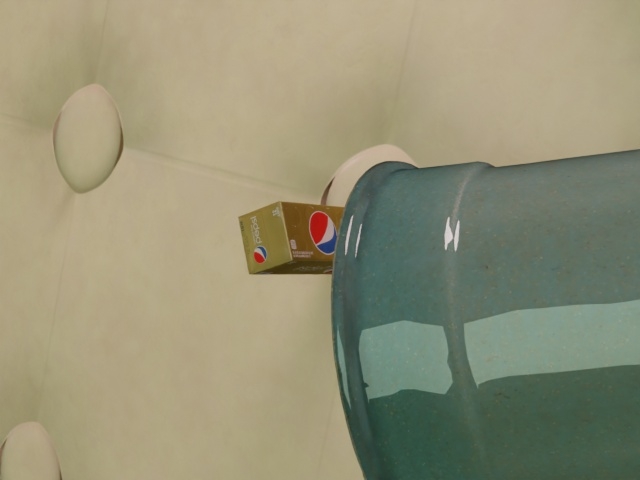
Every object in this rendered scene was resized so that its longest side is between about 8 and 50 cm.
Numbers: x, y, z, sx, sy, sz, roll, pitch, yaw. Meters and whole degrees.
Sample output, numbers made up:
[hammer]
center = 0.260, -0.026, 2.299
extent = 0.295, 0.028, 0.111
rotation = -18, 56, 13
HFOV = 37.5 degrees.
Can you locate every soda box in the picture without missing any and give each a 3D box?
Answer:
[soda box]
center = 0.000, 0.000, 0.974
extent = 0.058, 0.181, 0.061
rotation = -19, 77, 34

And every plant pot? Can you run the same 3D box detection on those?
[plant pot]
center = 0.234, 0.072, 0.733
extent = 0.334, 0.341, 0.341
rotation = -10, 82, 28
